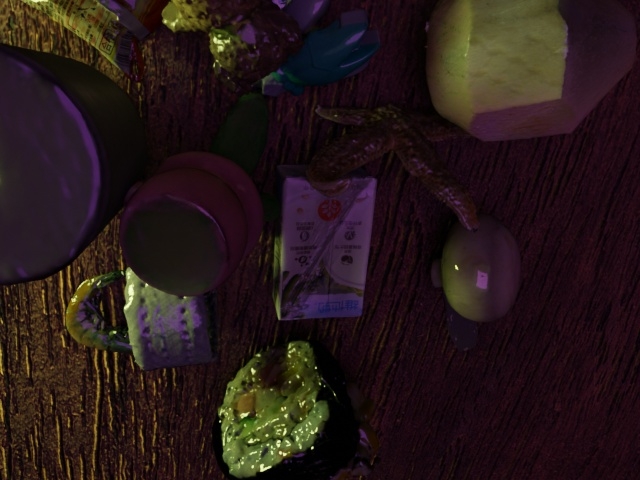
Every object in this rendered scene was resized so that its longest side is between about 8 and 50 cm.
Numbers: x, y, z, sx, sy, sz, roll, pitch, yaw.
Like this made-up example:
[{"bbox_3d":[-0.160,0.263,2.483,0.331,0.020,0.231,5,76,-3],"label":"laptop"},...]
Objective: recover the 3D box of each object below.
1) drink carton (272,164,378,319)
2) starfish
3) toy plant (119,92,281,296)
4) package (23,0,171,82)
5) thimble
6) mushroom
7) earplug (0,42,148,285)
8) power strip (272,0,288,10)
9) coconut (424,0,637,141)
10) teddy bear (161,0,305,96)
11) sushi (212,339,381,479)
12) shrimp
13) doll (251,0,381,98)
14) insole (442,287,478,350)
[{"bbox_3d":[0.000,-0.001,1.050,0.194,0.132,0.325,0,112,-11],"label":"drink carton"},{"bbox_3d":[0.188,-0.174,0.959,0.431,0.324,0.082,7,143,-10],"label":"starfish"},{"bbox_3d":[-0.184,-0.078,0.844,0.210,0.356,0.317,27,115,1],"label":"toy plant"},{"bbox_3d":[-0.382,-0.445,0.829,0.288,0.108,0.223,33,99,-17],"label":"package"},{"bbox_3d":[-0.298,0.138,0.993,0.157,0.217,0.246,-7,84,-5],"label":"thimble"},{"bbox_3d":[0.348,0.066,1.109,0.202,0.246,0.246,-11,119,39],"label":"mushroom"},{"bbox_3d":[-0.441,-0.139,0.772,0.312,0.394,0.313,-2,107,-6],"label":"earplug"},{"bbox_3d":[-0.085,-0.443,0.922,0.192,0.035,0.082,-15,112,-5],"label":"power strip"},{"bbox_3d":[0.380,-0.350,0.886,0.352,0.353,0.353,-3,111,-9],"label":"coconut"},{"bbox_3d":[-0.158,-0.423,0.786,0.246,0.222,0.296,-27,74,9],"label":"teddy bear"},{"bbox_3d":[-0.043,0.428,1.104,0.328,0.328,0.285,-35,123,2],"label":"sushi"},{"bbox_3d":[-0.419,0.167,1.078,0.261,0.051,0.198,20,105,-14],"label":"shrimp"},{"bbox_3d":[-0.024,-0.360,0.893,0.258,0.195,0.153,-7,70,1],"label":"doll"},{"bbox_3d":[0.355,0.180,1.247,0.081,0.011,0.248,-19,111,-6],"label":"insole"}]
